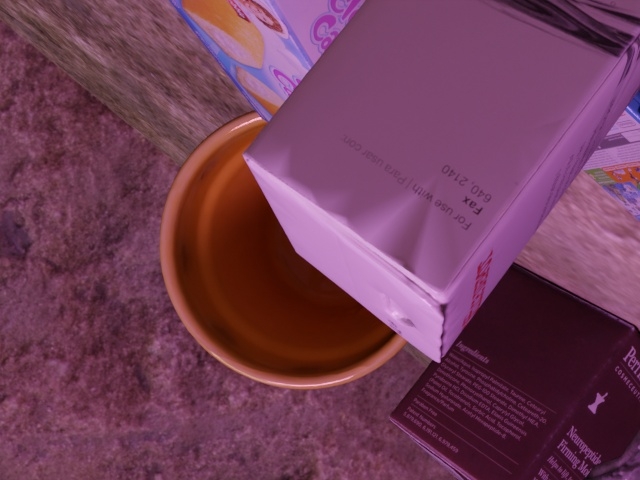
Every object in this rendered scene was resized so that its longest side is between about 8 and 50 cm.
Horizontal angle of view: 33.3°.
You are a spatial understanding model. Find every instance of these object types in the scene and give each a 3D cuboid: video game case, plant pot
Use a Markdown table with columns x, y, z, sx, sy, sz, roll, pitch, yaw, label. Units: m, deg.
| x | y | z | sx | sy | sz | roll | pitch | yaw | label |
| --- | --- | --- | --- | --- | --- | --- | --- | --- | --- |
| 0.185 | -0.045 | 0.618 | 0.166 | 0.015 | 0.119 | 40 | 172 | -9 | video game case |
| 0.000 | 0.000 | 1.045 | 0.254 | 0.254 | 0.239 | 38 | -171 | 7 | plant pot |

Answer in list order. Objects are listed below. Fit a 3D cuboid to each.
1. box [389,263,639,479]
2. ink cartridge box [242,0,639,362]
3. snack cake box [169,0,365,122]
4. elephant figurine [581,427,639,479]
| x | y | z | sx | sy | sz | roll | pitch | yaw | label |
| --- | --- | --- | --- | --- | --- | --- | --- | --- | --- |
| 0.215 | 0.169 | 1.054 | 0.167 | 0.203 | 0.168 | 31 | 170 | 48 | box |
| 0.069 | -0.061 | 0.385 | 0.082 | 0.191 | 0.139 | 38 | 173 | 12 | ink cartridge box |
| -0.012 | -0.144 | 0.706 | 0.152 | 0.089 | 0.264 | 36 | 173 | 31 | snack cake box |
| 0.203 | 0.118 | 0.510 | 0.186 | 0.239 | 0.169 | 17 | -152 | -40 | elephant figurine |
